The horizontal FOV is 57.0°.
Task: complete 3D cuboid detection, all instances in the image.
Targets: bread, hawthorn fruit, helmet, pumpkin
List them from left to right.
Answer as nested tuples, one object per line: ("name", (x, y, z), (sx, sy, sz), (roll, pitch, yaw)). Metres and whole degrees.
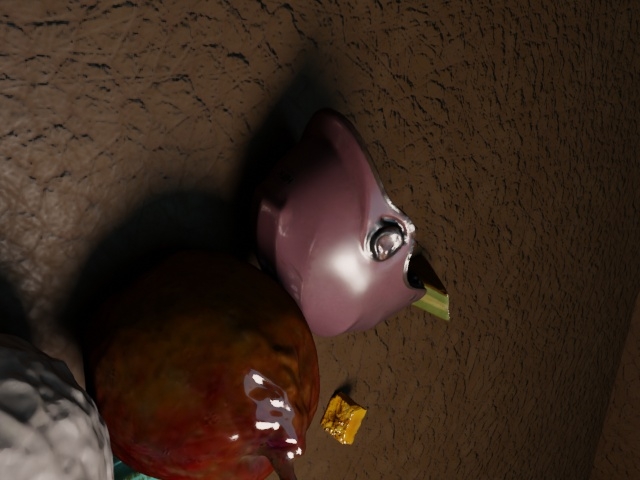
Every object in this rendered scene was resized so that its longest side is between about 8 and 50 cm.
("hawthorn fruit", (-0.150, 0.165, 0.759), (0.308, 0.324, 0.309), (4, 81, -26))
("helmet", (0.000, 0.000, 0.865), (0.197, 0.271, 0.338), (-32, 130, -10))
("pumpkin", (0.047, 0.348, 1.162), (0.053, 0.074, 0.083), (18, 97, -40))
("bread", (0.226, 0.093, 1.172), (0.084, 0.139, 0.074), (-27, 122, -31))

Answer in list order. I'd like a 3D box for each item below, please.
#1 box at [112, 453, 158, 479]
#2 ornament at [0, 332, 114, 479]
("box", (-0.271, 0.407, 0.926), (0.161, 0.041, 0.230), (-22, 120, -33))
("ornament", (-0.368, 0.252, 0.579), (0.336, 0.337, 0.338), (-17, 117, -36))
